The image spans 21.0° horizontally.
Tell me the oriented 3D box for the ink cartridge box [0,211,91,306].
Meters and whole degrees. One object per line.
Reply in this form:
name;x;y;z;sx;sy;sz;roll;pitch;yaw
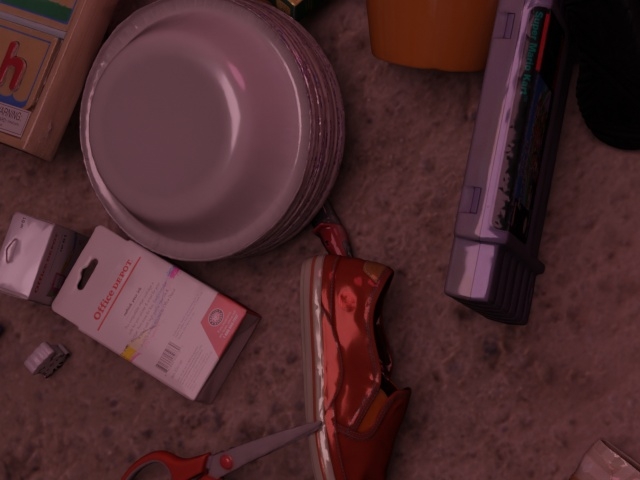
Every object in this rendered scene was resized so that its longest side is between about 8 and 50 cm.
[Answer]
ink cartridge box;-0.303;0.024;1.892;0.052;0.122;0.088;18;87;17

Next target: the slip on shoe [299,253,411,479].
slip on shoe;0.043;0.176;1.766;0.101;0.123;0.331;-5;89;9

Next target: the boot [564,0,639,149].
boot;0.326;-0.244;1.768;0.094;0.246;0.207;6;48;29

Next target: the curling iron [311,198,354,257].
curling iron;0.000;0.000;1.861;0.068;0.035;0.274;-21;77;11

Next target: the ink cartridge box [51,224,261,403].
ink cartridge box;-0.180;0.079;1.881;0.198;0.067;0.115;31;90;16

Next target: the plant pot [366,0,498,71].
plant pot;0.125;-0.278;1.791;0.205;0.205;0.188;11;105;16

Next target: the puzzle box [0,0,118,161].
puzzle box;-0.409;-0.272;1.952;0.409;0.052;0.272;20;86;32

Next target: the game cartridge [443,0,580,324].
game cartridge;0.201;-0.101;1.721;0.068;0.230;0.355;10;85;13

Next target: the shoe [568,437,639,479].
shoe;0.351;0.268;1.705;0.219;0.076;0.058;28;94;19

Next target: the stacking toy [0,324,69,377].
stacking toy;-0.408;0.138;1.945;0.221;0.052;0.167;-46;72;6

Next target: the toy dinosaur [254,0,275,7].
toy dinosaur;-0.063;-0.266;1.917;0.211;0.064;0.112;-30;100;14

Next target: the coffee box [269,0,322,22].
coffee box;-0.002;-0.331;1.878;0.184;0.040;0.113;-41;73;-16

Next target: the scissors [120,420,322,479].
scissors;-0.113;0.227;1.793;0.109;0.021;0.297;53;128;11

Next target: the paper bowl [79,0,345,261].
paper bowl;-0.128;-0.119;1.821;0.284;0.148;0.284;1;92;27
